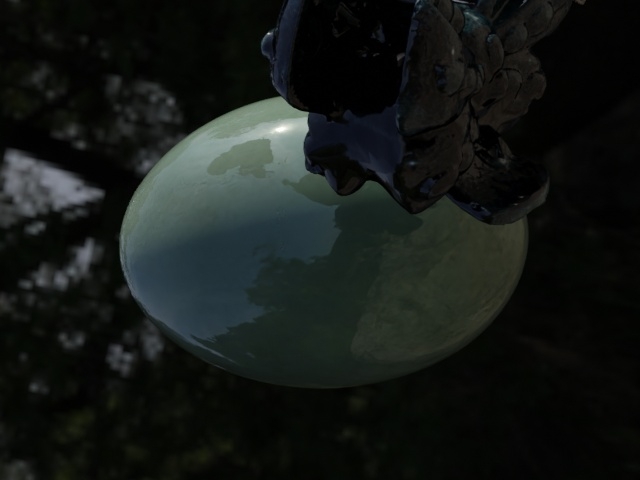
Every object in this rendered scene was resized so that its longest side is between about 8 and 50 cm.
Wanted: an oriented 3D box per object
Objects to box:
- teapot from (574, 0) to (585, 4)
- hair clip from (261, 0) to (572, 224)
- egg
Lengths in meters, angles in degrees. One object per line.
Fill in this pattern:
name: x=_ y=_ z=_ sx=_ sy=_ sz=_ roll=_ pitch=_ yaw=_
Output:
teapot: x=0.171 y=-0.285 z=1.627 sx=0.159 sy=0.116 sz=0.245 roll=-58 pitch=-26 yaw=5
hair clip: x=0.087 y=-0.131 z=1.370 sx=0.310 sy=0.194 sz=0.206 roll=-40 pitch=-41 yaw=-52
egg: x=0.000 y=0.000 z=1.690 sx=0.276 sy=0.388 sz=0.276 roll=-5 pitch=-90 yaw=-73
